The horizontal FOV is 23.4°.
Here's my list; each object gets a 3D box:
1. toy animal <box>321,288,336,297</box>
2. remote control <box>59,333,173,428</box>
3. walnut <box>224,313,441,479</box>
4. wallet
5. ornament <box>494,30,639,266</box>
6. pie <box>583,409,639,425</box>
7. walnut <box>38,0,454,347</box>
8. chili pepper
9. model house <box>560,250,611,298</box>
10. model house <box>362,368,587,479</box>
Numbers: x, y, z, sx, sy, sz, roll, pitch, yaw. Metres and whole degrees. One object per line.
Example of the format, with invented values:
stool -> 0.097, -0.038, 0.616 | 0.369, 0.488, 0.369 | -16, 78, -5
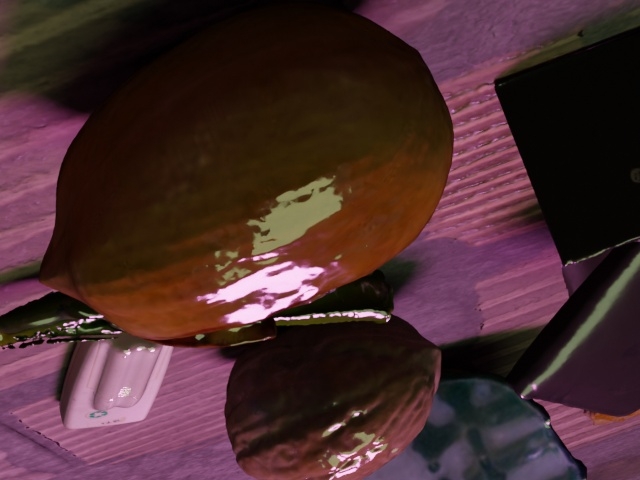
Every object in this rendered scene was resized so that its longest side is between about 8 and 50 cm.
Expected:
toy animal -> 0.000, 0.000, 1.244 | 0.137, 0.098, 0.098 | -10, 163, 33
remote control -> -0.189, 0.126, 1.450 | 0.090, 0.049, 0.230 | -6, 156, -19
walnut -> 0.014, 0.153, 1.501 | 0.230, 0.178, 0.178 | -26, 155, 15
wallet -> 0.342, 0.019, 1.430 | 0.197, 0.051, 0.377 | 15, 121, -43
ornament -> 0.248, -0.061, 1.262 | 0.153, 0.166, 0.196 | -20, 171, 8
pie -> 0.466, 0.167, 1.968 | 0.282, 0.068, 0.128 | -13, 157, -13
walnut -> -0.059, -0.042, 1.010 | 0.297, 0.203, 0.203 | -22, 156, 13
chili pepper -> -0.112, 0.052, 1.324 | 0.359, 0.085, 0.076 | -3, 114, -20
model house -> 0.312, 0.035, 1.548 | 0.100, 0.088, 0.101 | -4, 152, -26
model house -> 0.112, 0.286, 1.854 | 0.295, 0.252, 0.329 | -38, -178, -9
